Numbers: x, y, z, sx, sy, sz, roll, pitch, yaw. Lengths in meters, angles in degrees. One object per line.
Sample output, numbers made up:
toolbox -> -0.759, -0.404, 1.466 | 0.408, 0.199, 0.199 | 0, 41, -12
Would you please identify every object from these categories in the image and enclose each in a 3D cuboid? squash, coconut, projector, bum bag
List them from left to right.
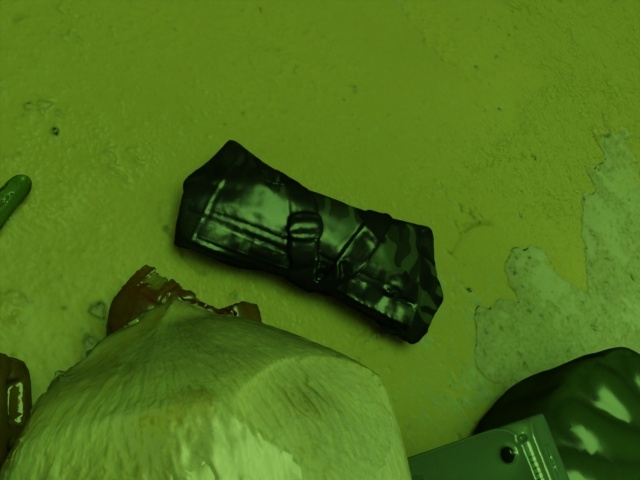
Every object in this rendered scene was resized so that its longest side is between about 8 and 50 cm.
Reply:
squash -> -0.329, -0.037, 0.870 | 0.027, 0.027, 0.083 | 32, 57, -9
coconut -> -0.088, 0.229, 0.679 | 0.346, 0.346, 0.360 | -2, 69, -26
bum bag -> 0.000, 0.000, 0.973 | 0.340, 0.095, 0.144 | 23, 74, -13
projector -> 0.129, 0.300, 0.803 | 0.108, 0.250, 0.198 | 13, 55, -63

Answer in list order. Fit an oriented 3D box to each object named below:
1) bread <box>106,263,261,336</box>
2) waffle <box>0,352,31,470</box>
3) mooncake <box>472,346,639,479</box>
bread -> -0.146, 0.105, 0.858 | 0.156, 0.086, 0.125 | 22, 61, -14
waffle -> -0.305, 0.238, 0.645 | 0.098, 0.224, 0.327 | -12, 69, 5
mooncake -> 0.333, 0.294, 0.944 | 0.351, 0.187, 0.351 | 9, 66, -21
